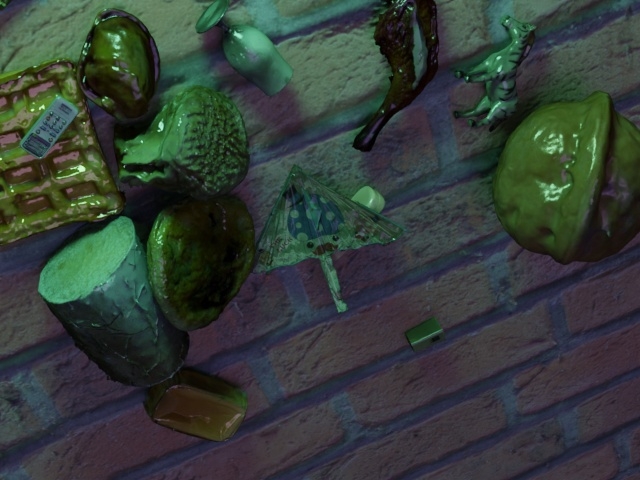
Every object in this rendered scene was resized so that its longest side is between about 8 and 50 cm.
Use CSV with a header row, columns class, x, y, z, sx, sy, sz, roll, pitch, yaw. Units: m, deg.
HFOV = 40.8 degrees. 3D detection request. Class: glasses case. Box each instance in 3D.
class,x,y,z,sx,sy,sz,roll,pitch,yaw
glasses case,0.068,-0.038,1.989,0.050,0.083,0.196,33,104,-32

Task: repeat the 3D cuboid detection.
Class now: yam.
class,x,y,z,sx,sy,sz,roll,pitch,yaw
yam,-0.431,0.141,1.835,0.241,0.241,0.348,-25,129,-4

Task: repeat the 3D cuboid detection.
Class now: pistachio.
class,x,y,z,sx,sy,sz,roll,pitch,yaw
pistachio,-0.373,-0.326,1.607,0.165,0.130,0.210,-18,111,-35

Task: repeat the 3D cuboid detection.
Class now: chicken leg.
class,x,y,z,sx,sy,sz,roll,pitch,yaw
chicken leg,0.169,-0.361,1.816,0.158,0.096,0.407,4,122,-18

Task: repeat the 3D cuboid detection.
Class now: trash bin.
class,x,y,z,sx,sy,sz,roll,pitch,yaw
trash bin,0.275,0.251,2.271,0.092,0.061,0.043,-25,127,-1

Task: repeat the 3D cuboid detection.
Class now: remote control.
class,x,y,z,sx,sy,sz,roll,pitch,yaw
remote control,-0.507,-0.211,1.609,0.124,0.018,0.053,-48,125,7

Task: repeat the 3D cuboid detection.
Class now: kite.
class,x,y,z,sx,sy,sz,roll,pitch,yaw
kite,0.000,0.000,1.950,0.406,0.014,0.368,-14,106,15

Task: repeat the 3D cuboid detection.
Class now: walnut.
class,x,y,z,sx,sy,sz,roll,pitch,yaw
walnut,0.574,-0.135,1.979,0.383,0.383,0.383,-10,124,-15

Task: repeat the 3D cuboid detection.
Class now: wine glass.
class,x,y,z,sx,sy,sz,roll,pitch,yaw
wine glass,-0.144,-0.374,1.686,0.093,0.093,0.202,-42,126,8

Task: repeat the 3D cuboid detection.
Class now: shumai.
class,x,y,z,sx,sy,sz,roll,pitch,yaw
shumai,-0.279,-0.196,1.732,0.261,0.222,0.225,-4,98,-54

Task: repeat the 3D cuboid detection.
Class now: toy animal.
class,x,y,z,sx,sy,sz,roll,pitch,yaw
toy animal,0.379,-0.361,1.901,0.170,0.090,0.255,-3,125,-23

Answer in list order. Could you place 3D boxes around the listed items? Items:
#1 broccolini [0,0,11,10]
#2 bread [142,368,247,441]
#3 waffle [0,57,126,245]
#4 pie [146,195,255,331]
class,x,y,z,sx,sy,sz,roll,pitch,yaw
broccolini,-0.412,-0.518,1.497,0.392,0.074,0.079,-39,120,5
bread,-0.304,0.400,2.114,0.241,0.107,0.136,24,107,-32
waffle,-0.565,-0.166,1.668,0.304,0.077,0.348,-19,126,-10
pie,-0.249,0.046,1.831,0.323,0.070,0.323,-19,113,-53
